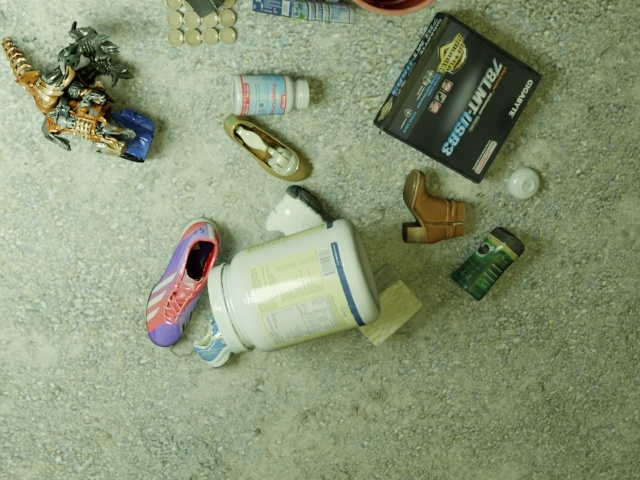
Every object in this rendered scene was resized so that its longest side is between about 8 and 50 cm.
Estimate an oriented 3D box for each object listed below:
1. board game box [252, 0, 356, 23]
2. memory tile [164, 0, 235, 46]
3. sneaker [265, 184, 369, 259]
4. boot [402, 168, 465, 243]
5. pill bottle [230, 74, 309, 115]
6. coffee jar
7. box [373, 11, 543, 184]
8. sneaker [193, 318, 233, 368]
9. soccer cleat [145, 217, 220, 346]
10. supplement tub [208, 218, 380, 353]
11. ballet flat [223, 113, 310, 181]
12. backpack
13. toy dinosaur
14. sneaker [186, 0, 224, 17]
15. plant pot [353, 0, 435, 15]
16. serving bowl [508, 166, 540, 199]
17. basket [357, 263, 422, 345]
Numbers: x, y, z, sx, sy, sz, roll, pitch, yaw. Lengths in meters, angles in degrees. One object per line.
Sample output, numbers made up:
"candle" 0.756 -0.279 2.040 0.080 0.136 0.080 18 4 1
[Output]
"board game box" -0.014 -0.489 1.716 0.194 0.194 0.060 -5 111 -29
"memory tile" -0.251 -0.463 1.733 0.148 0.012 0.113 -6 110 -14
"sneaker" 0.000 0.000 1.923 0.297 0.111 0.129 41 109 -19
"boot" 0.275 -0.085 1.974 0.152 0.073 0.197 -6 121 -12
"pill bottle" -0.109 -0.313 1.781 0.160 0.087 0.087 -3 109 -14
"coffee jar" 0.414 0.055 2.043 0.079 0.096 0.184 39 96 -26
"box" 0.318 -0.322 1.905 0.293 0.073 0.295 27 100 -21
"sneaker" -0.211 0.203 1.931 0.081 0.080 0.211 38 94 -26
"soccer cleat" -0.308 0.106 1.851 0.108 0.116 0.318 20 101 -20
"supplement tub" -0.054 0.105 1.783 0.325 0.235 0.235 -17 113 9
"ballet flat" -0.115 -0.194 1.827 0.232 0.073 0.080 32 98 -23
"backpack" -0.411 -0.222 1.728 0.120 0.098 0.101 20 81 -12
"toy dinosaur" -0.489 -0.301 1.619 0.322 0.164 0.218 40 80 -13
"sneaker" -0.204 -0.562 1.678 0.222 0.083 0.118 -44 120 -2
"plant pot" 0.110 -0.595 1.649 0.272 0.265 0.272 -5 109 -13
"serving bowl" 0.506 -0.139 2.040 0.083 0.027 0.083 -4 108 -13
"basket" 0.149 0.160 2.002 0.167 0.103 0.113 -42 112 2
